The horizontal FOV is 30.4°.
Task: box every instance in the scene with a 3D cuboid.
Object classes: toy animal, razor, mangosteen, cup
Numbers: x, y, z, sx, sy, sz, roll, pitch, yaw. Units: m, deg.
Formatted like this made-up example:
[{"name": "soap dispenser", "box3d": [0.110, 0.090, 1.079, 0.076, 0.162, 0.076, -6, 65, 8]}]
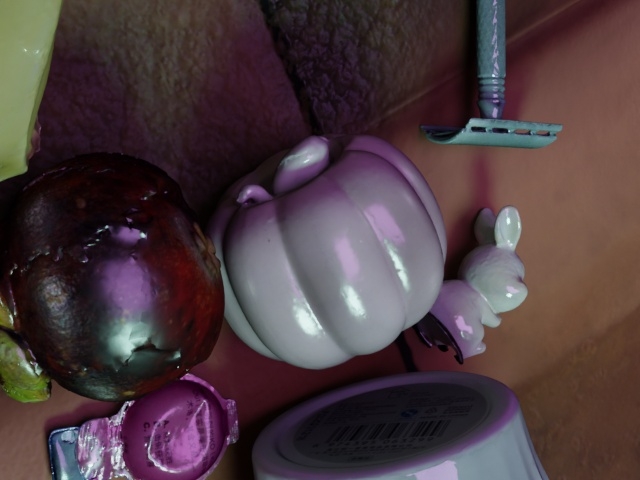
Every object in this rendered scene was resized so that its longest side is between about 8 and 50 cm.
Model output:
[{"name": "toy animal", "box3d": [0.134, 0.038, 1.006, 0.124, 0.071, 0.085, -39, 96, -13]}, {"name": "razor", "box3d": [0.145, -0.195, 1.000, 0.106, 0.068, 0.232, 1, 89, -33]}, {"name": "mangosteen", "box3d": [-0.157, 0.032, 0.779, 0.180, 0.166, 0.166, -26, 111, -1]}, {"name": "cup", "box3d": [0.087, 0.305, 0.900, 0.253, 0.253, 0.371, -18, 103, -30]}]

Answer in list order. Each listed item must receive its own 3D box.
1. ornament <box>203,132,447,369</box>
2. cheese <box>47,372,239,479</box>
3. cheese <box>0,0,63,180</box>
[{"name": "ornament", "box3d": [0.000, 0.000, 0.856, 0.177, 0.177, 0.177, -4, 98, -32]}, {"name": "cheese", "box3d": [-0.128, 0.148, 0.871, 0.145, 0.038, 0.095, -9, 99, -25]}, {"name": "cheese", "box3d": [-0.291, -0.140, 0.638, 0.316, 0.128, 0.259, 7, 128, -22]}]
